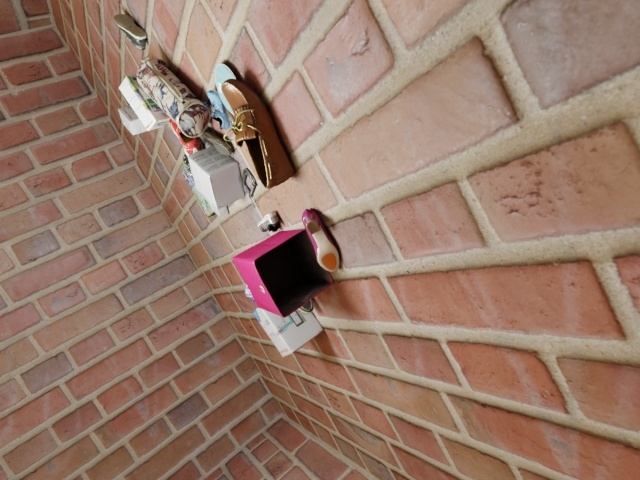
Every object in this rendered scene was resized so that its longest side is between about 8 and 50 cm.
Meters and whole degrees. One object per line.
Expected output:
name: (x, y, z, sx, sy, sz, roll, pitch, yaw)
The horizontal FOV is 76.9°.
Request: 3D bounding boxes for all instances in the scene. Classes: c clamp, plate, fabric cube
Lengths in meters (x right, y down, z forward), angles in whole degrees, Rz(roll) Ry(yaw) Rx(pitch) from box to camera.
c clamp: (-0.306, -0.236, 1.760, 0.137, 0.022, 0.160, 57, 155, 14)
plate: (-0.323, -0.545, 1.460, 0.188, 0.024, 0.188, 40, 147, 33)
fabric cube: (-0.156, 0.120, 1.607, 0.258, 0.259, 0.253, 0, 119, 60)

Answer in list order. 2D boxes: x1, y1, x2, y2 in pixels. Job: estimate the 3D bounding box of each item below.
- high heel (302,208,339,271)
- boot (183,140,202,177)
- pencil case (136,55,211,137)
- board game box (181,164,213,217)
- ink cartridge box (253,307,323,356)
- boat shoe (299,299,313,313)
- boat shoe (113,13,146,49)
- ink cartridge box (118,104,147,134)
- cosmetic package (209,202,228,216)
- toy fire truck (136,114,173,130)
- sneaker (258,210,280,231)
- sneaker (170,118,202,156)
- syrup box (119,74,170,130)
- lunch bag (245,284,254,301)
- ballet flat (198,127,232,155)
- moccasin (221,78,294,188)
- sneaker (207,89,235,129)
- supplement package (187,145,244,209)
high heel: (0.000, 0.000, 1.452, 0.244, 0.082, 0.117, 57, -171, -29)
boot: (-0.646, -0.447, 2.054, 0.236, 0.086, 0.178, -118, 37, -47)
pencil case: (-0.644, -0.635, 1.758, 0.410, 0.160, 0.183, 46, 153, 23)
board game box: (-0.689, -0.296, 2.314, 0.317, 0.046, 0.214, 62, 152, -6)
ink cartridge box: (-0.161, 0.395, 1.966, 0.270, 0.197, 0.198, 55, 153, 7)
boat shoe: (-0.106, 0.228, 1.829, 0.227, 0.081, 0.068, 53, 157, 17)
boat shoe: (-0.904, -0.994, 1.913, 0.233, 0.084, 0.079, 46, 150, 17)
ink cartridge box: (-0.956, -0.673, 2.187, 0.154, 0.213, 0.093, 44, 149, 28)
cosmetic package: (-0.553, -0.247, 2.115, 0.099, 0.061, 0.238, 41, 148, 39)
toy fire truck: (-0.810, -0.627, 2.053, 0.217, 0.159, 0.246, -7, 105, 41)
sneaker: (-0.218, -0.063, 1.737, 0.074, 0.063, 0.170, 61, 149, 8)
sneaker: (-0.624, -0.515, 1.870, 0.278, 0.108, 0.118, 56, 166, 23)
syrup box: (-0.819, -0.642, 1.883, 0.096, 0.093, 0.236, -28, 98, 38)
lunch bag: (-0.259, 0.167, 1.875, 0.303, 0.115, 0.242, 162, 117, -64)
ballet flat: (-0.462, -0.443, 1.777, 0.250, 0.058, 0.084, 32, 155, 36)
moccasin: (-0.235, -0.357, 1.363, 0.139, 0.147, 0.379, 0, 118, 55)
sneaker: (-0.400, -0.508, 1.572, 0.063, 0.073, 0.162, -11, 108, 62)
supplement package: (-0.475, -0.290, 1.841, 0.203, 0.149, 0.194, 39, 147, 33)
